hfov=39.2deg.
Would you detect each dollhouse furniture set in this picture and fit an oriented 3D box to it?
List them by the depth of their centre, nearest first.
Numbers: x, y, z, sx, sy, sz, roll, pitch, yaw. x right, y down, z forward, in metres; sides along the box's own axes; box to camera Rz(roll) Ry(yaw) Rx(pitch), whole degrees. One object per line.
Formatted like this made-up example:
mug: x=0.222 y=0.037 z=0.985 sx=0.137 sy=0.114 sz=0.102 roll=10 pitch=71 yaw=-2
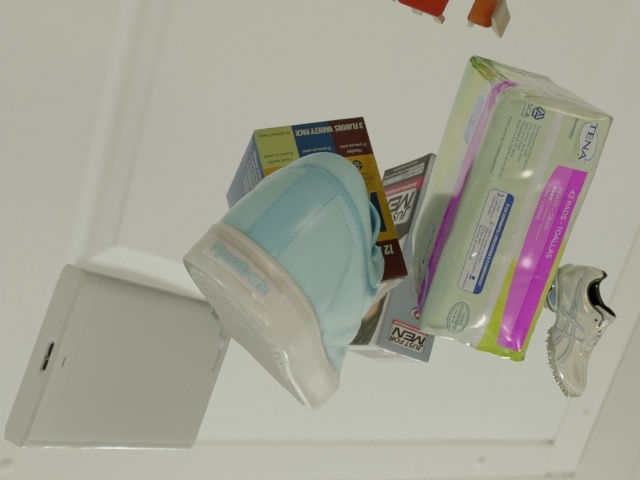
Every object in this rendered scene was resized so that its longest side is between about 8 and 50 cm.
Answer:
dollhouse furniture set: x=0.216 y=-0.495 z=1.478 sx=0.262 sy=0.259 sz=0.135 roll=25 pitch=180 yaw=17

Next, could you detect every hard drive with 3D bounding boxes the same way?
hard drive: x=-0.228 y=0.155 z=1.103 sx=0.040 sy=0.203 sz=0.307 roll=17 pitch=177 yaw=31

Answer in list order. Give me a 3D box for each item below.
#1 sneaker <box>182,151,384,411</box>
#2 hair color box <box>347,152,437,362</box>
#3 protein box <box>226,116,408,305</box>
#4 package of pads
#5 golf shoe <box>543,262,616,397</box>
sneaker: x=-0.002 y=0.040 z=0.735 sx=0.135 sy=0.150 sz=0.366 roll=44 pitch=168 yaw=9
hair color box: x=0.160 y=0.038 z=1.705 sx=0.114 sy=0.374 sz=0.185 roll=21 pitch=166 yaw=-20
protein box: x=-0.014 y=-0.010 z=1.077 sx=0.136 sy=0.199 sz=0.201 roll=-10 pitch=164 yaw=-18
package of pads: x=0.163 y=-0.040 z=0.846 sx=0.101 sy=0.229 sz=0.296 roll=16 pitch=-162 yaw=-1
golf shoe: x=0.338 y=0.117 z=1.159 sx=0.086 sy=0.176 sz=0.069 roll=-6 pitch=180 yaw=35
